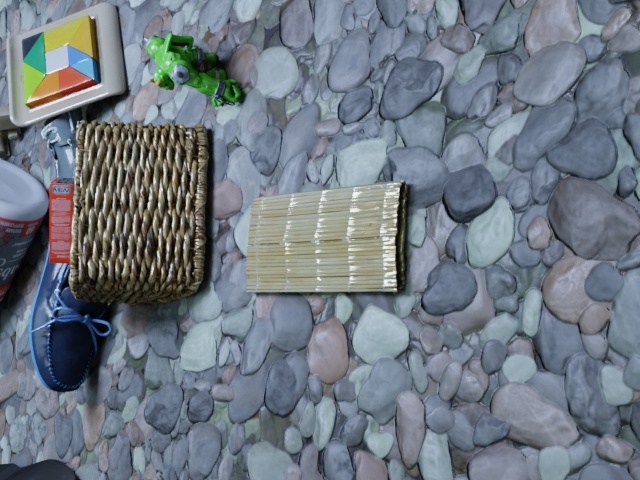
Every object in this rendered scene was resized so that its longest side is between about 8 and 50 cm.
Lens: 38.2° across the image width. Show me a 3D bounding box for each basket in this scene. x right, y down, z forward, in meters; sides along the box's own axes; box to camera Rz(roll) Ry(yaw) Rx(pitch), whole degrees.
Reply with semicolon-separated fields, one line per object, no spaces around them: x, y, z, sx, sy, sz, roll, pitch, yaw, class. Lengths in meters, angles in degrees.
-0.311;-0.040;1.607;0.213;0.223;0.299;127;143;-73;basket

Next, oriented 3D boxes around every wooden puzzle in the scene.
-0.509;-0.353;1.826;0.238;0.044;0.221;-15;66;9;wooden puzzle

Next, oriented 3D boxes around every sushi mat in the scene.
0.000;0.000;1.325;0.316;0.019;0.152;-3;81;46;sushi mat

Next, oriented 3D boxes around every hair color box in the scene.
-0.449;-0.036;1.623;0.072;0.043;0.141;-120;33;-77;hair color box

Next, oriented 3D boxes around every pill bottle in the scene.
-0.739;0.019;1.957;0.363;0.210;0.210;-57;47;22;pill bottle

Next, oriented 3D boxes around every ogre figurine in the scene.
-0.223;-0.293;1.548;0.097;0.118;0.197;-44;53;31;ogre figurine

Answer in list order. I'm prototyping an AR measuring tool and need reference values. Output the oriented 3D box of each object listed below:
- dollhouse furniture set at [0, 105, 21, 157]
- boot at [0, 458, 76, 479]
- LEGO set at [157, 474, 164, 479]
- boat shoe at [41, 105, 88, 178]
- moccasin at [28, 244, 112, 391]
-0.755;-0.275;2.084;0.151;0.144;0.123;100;155;-59;dollhouse furniture set
-0.555;0.495;1.772;0.305;0.112;0.115;-12;103;40;boot
-0.255;0.414;1.510;0.083;0.023;0.054;29;105;32;LEGO set
-0.526;-0.214;1.862;0.116;0.099;0.320;-28;63;40;boat shoe
-0.455;0.104;1.698;0.116;0.137;0.342;-10;75;40;moccasin
